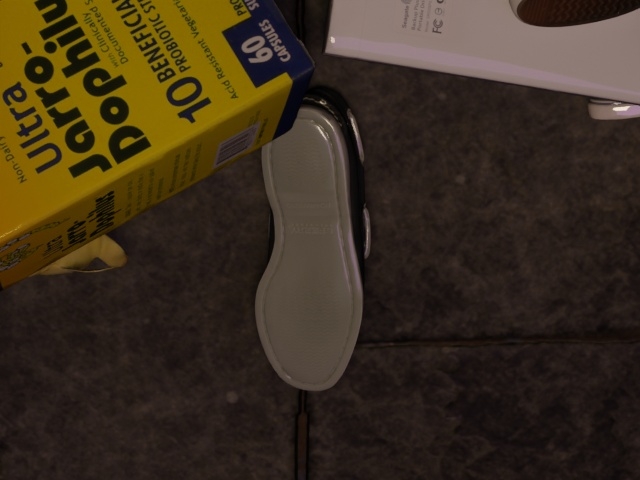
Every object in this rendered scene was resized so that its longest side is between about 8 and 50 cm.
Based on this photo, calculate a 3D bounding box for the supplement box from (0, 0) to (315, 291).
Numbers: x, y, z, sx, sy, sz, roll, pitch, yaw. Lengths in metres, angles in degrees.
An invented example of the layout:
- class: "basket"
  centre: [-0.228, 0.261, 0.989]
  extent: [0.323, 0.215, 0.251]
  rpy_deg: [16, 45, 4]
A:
- class: "supplement box"
  centre: [-0.211, -0.117, 1.451]
  extent: [0.357, 0.195, 0.194]
  rpy_deg: [-30, 83, -12]

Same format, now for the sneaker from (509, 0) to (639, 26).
- class: "sneaker"
  centre: [0.288, -0.292, 1.517]
  extent: [0.290, 0.123, 0.106]
  rpy_deg: [-26, 150, 3]

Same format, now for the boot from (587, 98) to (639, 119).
- class: "boot"
  centre: [0.342, -0.177, 1.630]
  extent: [0.190, 0.069, 0.086]
  rpy_deg: [-15, 107, -6]

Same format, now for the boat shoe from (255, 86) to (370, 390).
- class: "boat shoe"
  centre: [0.000, 0.000, 1.662]
  extent: [0.114, 0.091, 0.302]
  rpy_deg: [11, 116, 13]

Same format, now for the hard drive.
- class: "hard drive"
  centre: [0.174, -0.250, 1.558]
  extent: [0.319, 0.040, 0.210]
  rpy_deg: [8, 91, -7]

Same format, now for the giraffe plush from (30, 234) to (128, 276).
- class: "giraffe plush"
  centre: [-0.283, -0.050, 1.592]
  extent: [0.210, 0.181, 0.170]
  rpy_deg: [-5, 91, 28]
